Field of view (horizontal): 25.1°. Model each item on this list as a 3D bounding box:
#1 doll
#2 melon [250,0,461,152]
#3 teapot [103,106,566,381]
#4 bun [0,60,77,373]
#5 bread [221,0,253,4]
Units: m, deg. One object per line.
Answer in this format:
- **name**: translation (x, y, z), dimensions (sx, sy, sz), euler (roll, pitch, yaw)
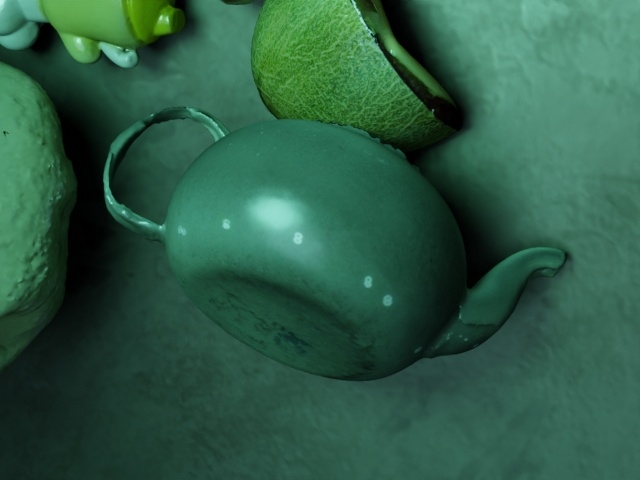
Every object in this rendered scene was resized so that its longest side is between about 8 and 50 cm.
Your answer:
- **doll**: translation (-0.170, -0.175, 0.995), dimensions (0.162, 0.062, 0.106), euler (6, 102, 23)
- **melon**: translation (0.006, -0.111, 0.921), dimensions (0.128, 0.079, 0.160), euler (-35, 88, 26)
- **teapot**: translation (0.000, 0.000, 0.908), dimensions (0.294, 0.129, 0.193), euler (25, 154, 4)
- **bun**: translation (-0.283, -0.023, 1.031), dimensions (0.273, 0.168, 0.272), euler (5, 100, 31)
- **bread**: translation (-0.072, -0.260, 0.932), dimensions (0.073, 0.053, 0.214), euler (-9, 102, 30)
